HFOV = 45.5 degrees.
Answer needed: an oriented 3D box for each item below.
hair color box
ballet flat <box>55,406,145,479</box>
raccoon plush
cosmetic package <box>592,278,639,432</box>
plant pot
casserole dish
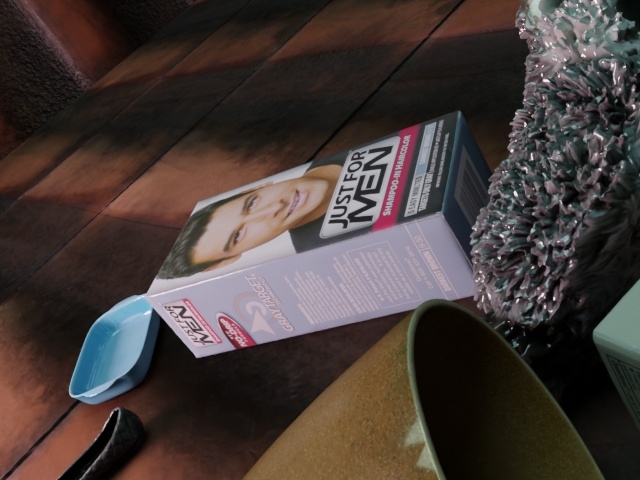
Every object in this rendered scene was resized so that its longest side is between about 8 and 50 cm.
[{"bbox_3d":[0.000,0.000,0.873,0.374,0.113,0.185,-17,33,29],"label":"hair color box"},{"bbox_3d":[-0.266,0.251,0.827,0.173,0.049,0.057,-45,30,-19],"label":"ballet flat"},{"bbox_3d":[0.158,-0.045,0.632,0.446,0.216,0.299,-30,38,6],"label":"raccoon plush"},{"bbox_3d":[0.311,0.098,0.378,0.129,0.153,0.296,-43,31,-14],"label":"cosmetic package"},{"bbox_3d":[0.028,0.199,0.462,0.254,0.237,0.237,-35,27,23],"label":"plant pot"},{"bbox_3d":[-0.262,0.144,0.999,0.114,0.037,0.188,-26,31,13],"label":"casserole dish"}]
